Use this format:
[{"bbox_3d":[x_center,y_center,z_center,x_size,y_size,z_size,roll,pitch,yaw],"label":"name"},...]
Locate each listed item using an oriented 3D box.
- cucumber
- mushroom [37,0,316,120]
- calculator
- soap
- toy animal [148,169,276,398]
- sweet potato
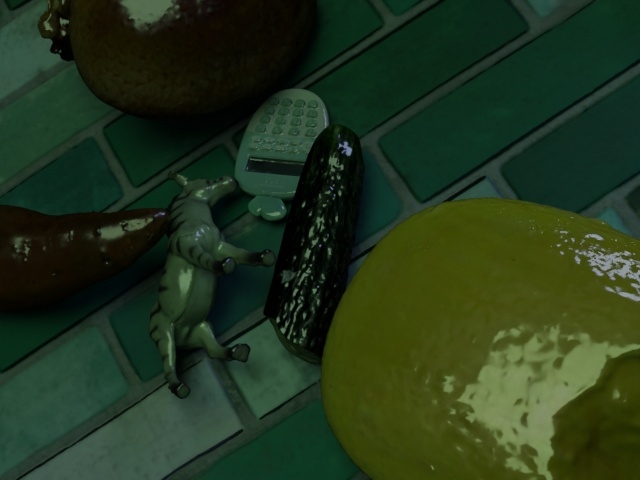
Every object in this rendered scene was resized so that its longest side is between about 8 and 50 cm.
[{"bbox_3d":[0.000,-0.001,1.283,0.074,0.074,0.242,6,69,19],"label":"cucumber"},{"bbox_3d":[-0.157,-0.249,1.363,0.283,0.195,0.263,-13,71,11],"label":"mushroom"},{"bbox_3d":[-0.040,-0.089,1.358,0.095,0.021,0.153,6,70,19],"label":"calculator"},{"bbox_3d":[0.203,0.122,1.148,0.427,0.115,0.306,20,79,23],"label":"soap"},{"bbox_3d":[-0.126,0.038,1.296,0.176,0.073,0.217,21,93,54],"label":"toy animal"},{"bbox_3d":[-0.314,0.018,1.351,0.359,0.112,0.112,1,69,21],"label":"sweet potato"}]
